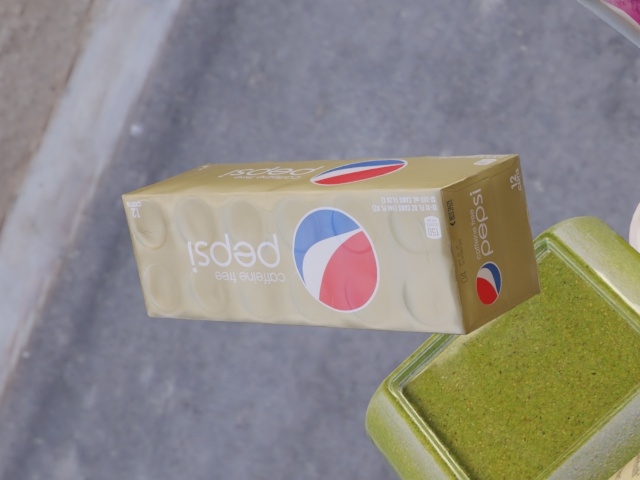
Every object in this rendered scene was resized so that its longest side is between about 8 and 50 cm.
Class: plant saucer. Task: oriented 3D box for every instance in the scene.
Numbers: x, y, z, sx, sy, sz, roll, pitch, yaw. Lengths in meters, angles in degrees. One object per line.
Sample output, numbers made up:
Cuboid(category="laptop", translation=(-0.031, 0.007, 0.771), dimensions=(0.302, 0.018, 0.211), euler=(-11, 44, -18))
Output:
Cuboid(category="plant saucer", translation=(0.118, 0.081, 0.853), dimensions=(0.188, 0.045, 0.188), euler=(-43, 39, 3))

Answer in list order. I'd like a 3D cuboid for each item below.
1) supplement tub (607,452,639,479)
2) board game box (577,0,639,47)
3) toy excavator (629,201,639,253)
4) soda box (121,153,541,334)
Cuboid(category="supplement tub", translation=(0.252, 0.118, 0.558), dimensions=(0.331, 0.241, 0.241), euler=(-44, 41, 18))
Cuboid(category="board game box", translation=(0.130, -0.340, 0.930), dimensions=(0.050, 0.390, 0.390), euler=(-19, 58, 38))
Cuboid(category="toy excavator", translation=(0.258, 0.099, 1.061), dimensions=(0.433, 0.222, 0.445), euler=(-31, 53, 7))
Cuboid(category="soda box", translation=(0.000, 0.000, 0.678), dimensions=(0.181, 0.058, 0.061), euler=(1, 107, 40))
